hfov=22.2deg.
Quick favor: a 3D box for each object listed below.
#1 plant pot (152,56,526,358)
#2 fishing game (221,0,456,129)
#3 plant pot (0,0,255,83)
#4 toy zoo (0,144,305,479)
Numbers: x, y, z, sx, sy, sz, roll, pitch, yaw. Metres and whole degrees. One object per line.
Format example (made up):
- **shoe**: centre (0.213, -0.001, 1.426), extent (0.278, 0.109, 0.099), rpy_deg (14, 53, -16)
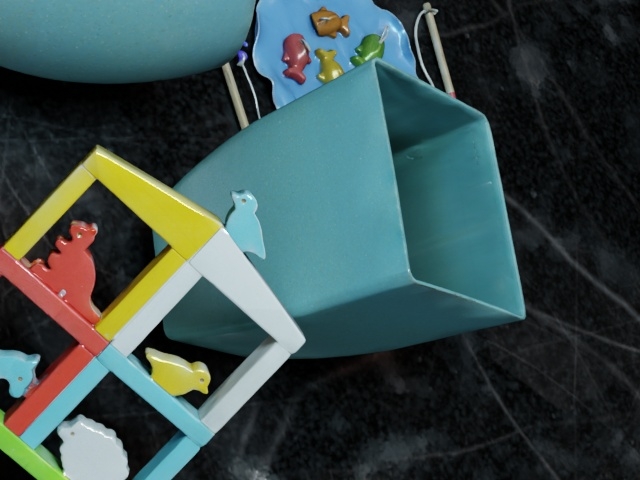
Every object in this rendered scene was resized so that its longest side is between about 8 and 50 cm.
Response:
- **plant pot**: centre (0.000, 0.000, 1.212), extent (0.166, 0.234, 0.165), rpy_deg (19, 57, -53)
- **fishing game**: centre (0.023, -0.157, 1.443), extent (0.264, 0.041, 0.189), rpy_deg (-4, 75, -38)
- **plant pot**: centre (-0.203, -0.233, 1.173), extent (0.195, 0.290, 0.290), rpy_deg (-23, 83, -26)
- **toy zoo**: centre (-0.148, 0.073, 1.090), extent (0.192, 0.030, 0.293), rpy_deg (43, 93, -13)
